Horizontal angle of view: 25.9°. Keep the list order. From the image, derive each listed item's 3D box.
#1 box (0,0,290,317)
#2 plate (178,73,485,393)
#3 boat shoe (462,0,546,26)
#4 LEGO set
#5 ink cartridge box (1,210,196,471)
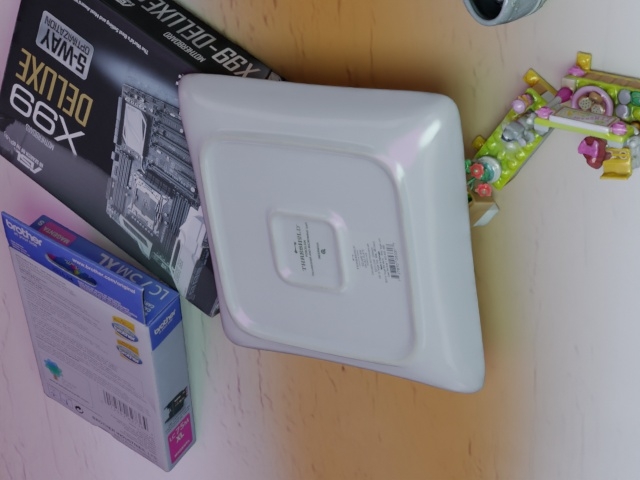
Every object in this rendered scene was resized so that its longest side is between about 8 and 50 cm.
[{"bbox_3d":[-0.167,-0.108,1.334,0.307,0.076,0.242,37,131,14],"label":"box"},{"bbox_3d":[0.000,0.000,1.193,0.278,0.045,0.277,9,120,31],"label":"plate"},{"bbox_3d":[0.119,-0.271,1.040,0.079,0.081,0.227,-3,112,37],"label":"boat shoe"},{"bbox_3d":[0.180,-0.066,1.088,0.287,0.107,0.132,-8,108,38],"label":"LEGO set"},{"bbox_3d":[-0.224,0.097,1.441,0.186,0.065,0.311,28,146,23],"label":"ink cartridge box"}]
